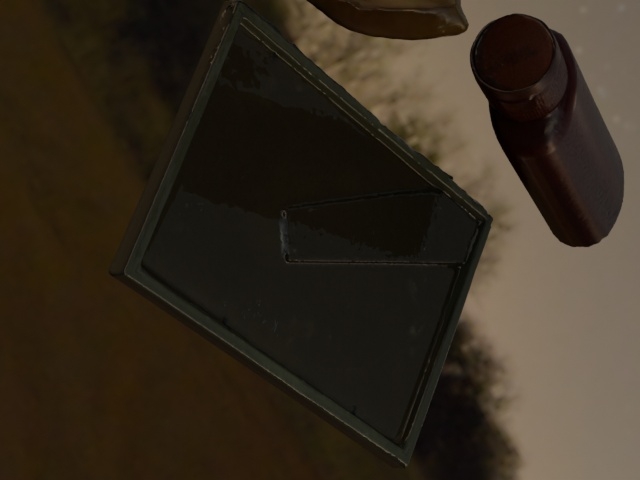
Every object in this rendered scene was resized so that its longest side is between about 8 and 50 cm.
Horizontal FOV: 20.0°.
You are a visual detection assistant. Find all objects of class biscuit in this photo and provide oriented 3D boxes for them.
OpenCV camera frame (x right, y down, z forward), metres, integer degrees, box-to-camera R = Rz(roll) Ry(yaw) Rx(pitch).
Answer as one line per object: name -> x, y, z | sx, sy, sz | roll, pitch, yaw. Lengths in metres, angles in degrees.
biscuit -> 0.035, -0.228, 1.268 | 0.299, 0.154, 0.045 | -78, 170, -51

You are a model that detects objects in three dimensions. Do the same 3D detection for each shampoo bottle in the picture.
shampoo bottle -> 0.166, -0.082, 1.310 | 0.260, 0.064, 0.102 | 46, 47, -63

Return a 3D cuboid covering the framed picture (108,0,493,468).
framed picture -> 0.000, 0.000, 1.355 | 0.024, 0.232, 0.315 | -4, -33, 47
